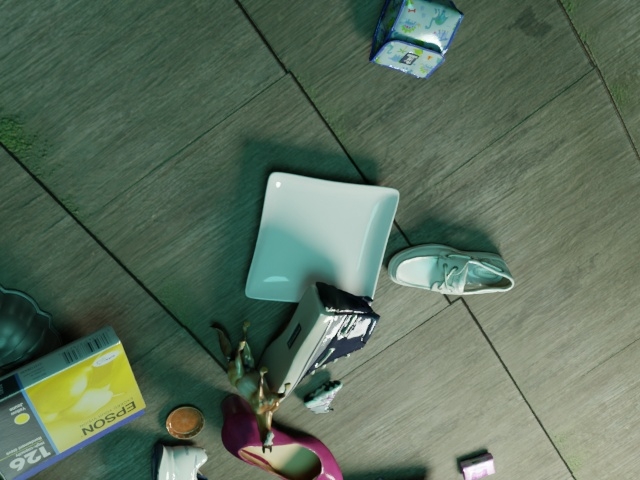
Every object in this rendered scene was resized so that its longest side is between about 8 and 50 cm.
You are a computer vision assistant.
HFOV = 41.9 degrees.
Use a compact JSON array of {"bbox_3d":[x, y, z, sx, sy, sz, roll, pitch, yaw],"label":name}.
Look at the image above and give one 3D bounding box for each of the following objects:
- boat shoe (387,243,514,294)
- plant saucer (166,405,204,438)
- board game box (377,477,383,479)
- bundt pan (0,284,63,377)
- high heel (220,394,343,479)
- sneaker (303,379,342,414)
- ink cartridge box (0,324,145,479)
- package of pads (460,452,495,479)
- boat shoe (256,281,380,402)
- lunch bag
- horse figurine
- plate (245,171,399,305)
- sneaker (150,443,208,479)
[{"bbox_3d":[0.285,0.069,1.787,0.277,0.096,0.098,1,113,-14],"label":"boat shoe"},{"bbox_3d":[-0.297,0.398,1.834,0.084,0.013,0.083,-5,113,-12],"label":"plant saucer"},{"bbox_3d":[0.159,0.698,2.059,0.160,0.039,0.211,-42,116,6],"label":"board game box"},{"bbox_3d":[-0.673,0.249,1.619,0.331,0.124,0.330,-5,114,-11],"label":"bundt pan"},{"bbox_3d":[-0.076,0.496,1.836,0.377,0.181,0.127,37,100,-24],"label":"high heel"},{"bbox_3d":[0.018,0.359,1.883,0.098,0.038,0.069,-30,118,11],"label":"sneaker"},{"bbox_3d":[-0.503,0.344,1.636,0.304,0.072,0.307,-28,136,-19],"label":"ink cartridge box"},{"bbox_3d":[0.388,0.560,2.059,0.083,0.032,0.050,-16,114,-6],"label":"package of pads"},{"bbox_3d":[-0.007,0.237,1.758,0.158,0.127,0.340,12,129,-29],"label":"boat shoe"},{"bbox_3d":[0.175,-0.387,1.571,0.129,0.096,0.151,13,124,-21],"label":"lunch bag"},{"bbox_3d":[-0.142,0.283,1.721,0.066,0.263,0.174,-18,141,-32],"label":"horse figurine"},{"bbox_3d":[0.000,0.000,1.717,0.278,0.045,0.277,7,111,-16],"label":"plate"},{"bbox_3d":[-0.313,0.587,1.864,0.129,0.111,0.297,-2,114,-19],"label":"sneaker"}]
